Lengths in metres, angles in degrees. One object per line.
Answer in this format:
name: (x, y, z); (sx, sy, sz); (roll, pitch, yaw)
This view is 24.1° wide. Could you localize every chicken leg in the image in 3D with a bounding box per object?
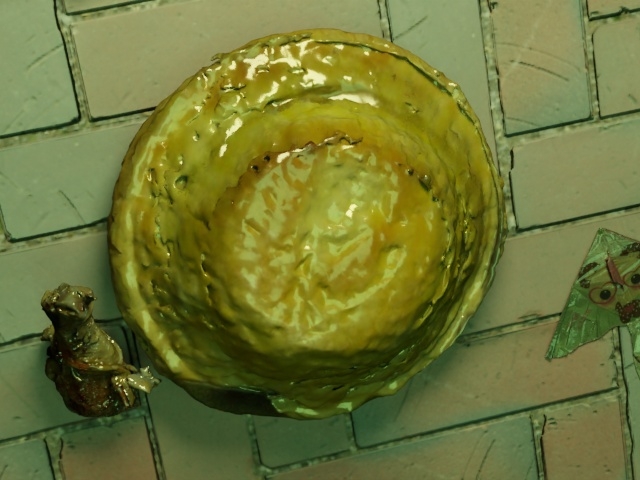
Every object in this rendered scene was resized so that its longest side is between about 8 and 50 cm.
chicken leg: (-0.247, 0.110, 1.571); (0.080, 0.125, 0.196); (-52, 136, -32)

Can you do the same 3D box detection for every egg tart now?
egg tart: (0.000, 0.000, 1.560); (0.443, 0.178, 0.443); (-4, 107, -12)

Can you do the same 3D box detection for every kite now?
kite: (0.368, 0.094, 1.757); (0.229, 0.012, 0.250); (-22, 112, -3)
